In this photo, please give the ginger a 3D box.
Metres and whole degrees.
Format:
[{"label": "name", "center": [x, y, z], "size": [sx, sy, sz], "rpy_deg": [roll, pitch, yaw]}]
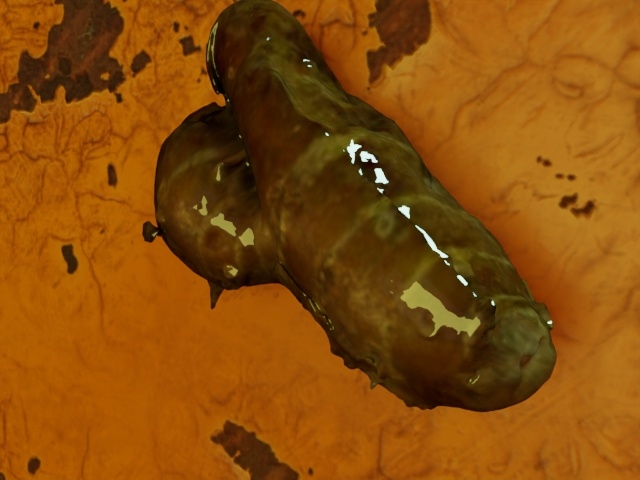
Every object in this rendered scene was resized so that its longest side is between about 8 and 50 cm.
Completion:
[{"label": "ginger", "center": [0.000, 0.000, 0.624], "size": [0.418, 0.176, 0.254], "rpy_deg": [47, 116, 22]}]
